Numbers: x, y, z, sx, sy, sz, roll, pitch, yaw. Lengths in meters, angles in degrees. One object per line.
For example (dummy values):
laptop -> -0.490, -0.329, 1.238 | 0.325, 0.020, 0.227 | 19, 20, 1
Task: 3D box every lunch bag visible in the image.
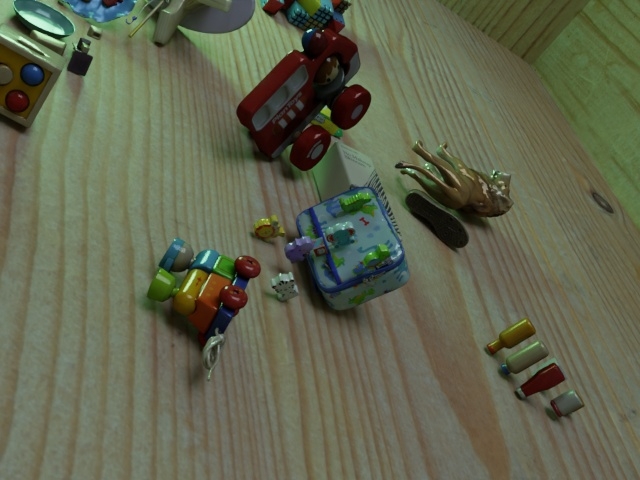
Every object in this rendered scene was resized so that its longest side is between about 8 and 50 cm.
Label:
lunch bag -> 0.055, 0.013, 1.564 | 0.090, 0.176, 0.219 | 66, 4, -48

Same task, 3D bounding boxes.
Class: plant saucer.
plant saucer -> -0.519, -0.411, 1.596 | 0.119, 0.021, 0.119 | 28, 26, -15

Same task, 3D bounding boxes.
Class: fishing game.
fishing game -> -0.459, -0.536, 1.757 | 0.264, 0.041, 0.189 | 41, 61, -3

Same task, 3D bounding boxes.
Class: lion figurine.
lion figurine -> 0.342, -0.136, 2.160 | 0.240, 0.142, 0.392 | 47, 29, 15

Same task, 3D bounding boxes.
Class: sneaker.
sneaker -> 0.288, -0.061, 2.066 | 0.188, 0.066, 0.071 | 43, 23, 0

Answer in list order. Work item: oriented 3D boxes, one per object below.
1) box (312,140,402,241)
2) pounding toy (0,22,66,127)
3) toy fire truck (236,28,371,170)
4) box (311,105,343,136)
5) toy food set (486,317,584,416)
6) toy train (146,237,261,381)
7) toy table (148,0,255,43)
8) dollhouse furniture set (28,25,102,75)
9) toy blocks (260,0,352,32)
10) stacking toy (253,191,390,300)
box -> 0.073, -0.079, 1.792 | 0.113, 0.094, 0.275 | 22, 34, -32
pounding toy -> -0.491, -0.250, 1.318 | 0.141, 0.130, 0.100 | 29, 18, -22
toy fire truck -> -0.033, -0.305, 1.742 | 0.169, 0.302, 0.254 | 40, -9, 18
box -> -0.014, -0.326, 2.093 | 0.179, 0.043, 0.105 | 28, 31, -26
toy food set -> 0.451, 0.288, 1.775 | 0.232, 0.104, 0.111 | 55, 12, -13
toy train -> -0.188, 0.091, 1.232 | 0.143, 0.105, 0.248 | 27, 30, -5
toy table -> -0.292, -0.557, 1.883 | 0.274, 0.252, 0.161 | 11, 14, 8
dollhouse furniture set -> -0.472, -0.374, 1.564 | 0.114, 0.091, 0.081 | 19, 20, -31
toy blocks -> -0.044, -0.733, 2.526 | 0.381, 0.190, 0.261 | 17, 48, -36
stacking toy -> 0.000, 0.000, 1.495 | 0.052, 0.221, 0.167 | 68, 3, -46
